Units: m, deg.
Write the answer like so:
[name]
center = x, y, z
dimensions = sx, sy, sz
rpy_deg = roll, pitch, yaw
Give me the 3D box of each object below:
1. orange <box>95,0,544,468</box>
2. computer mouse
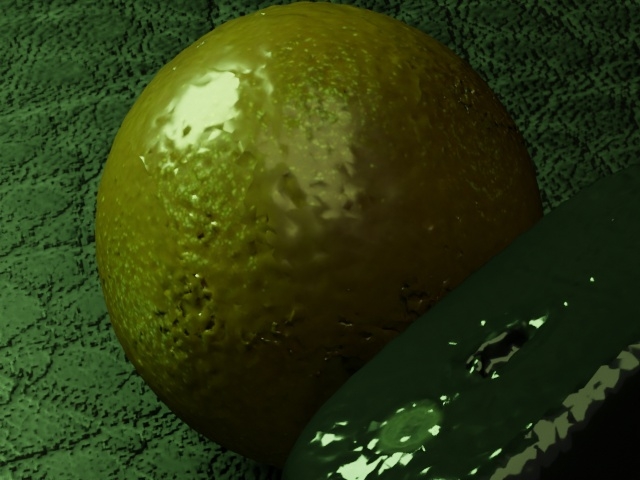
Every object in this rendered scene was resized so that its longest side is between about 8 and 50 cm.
[orange]
center = 0.000, 0.000, 1.105
dimensions = 0.274, 0.274, 0.274
rpy_deg = -1, 47, 1
[computer mouse]
center = 0.119, 0.081, 0.933
dimensions = 0.323, 0.116, 0.183
rpy_deg = -39, 32, -18
